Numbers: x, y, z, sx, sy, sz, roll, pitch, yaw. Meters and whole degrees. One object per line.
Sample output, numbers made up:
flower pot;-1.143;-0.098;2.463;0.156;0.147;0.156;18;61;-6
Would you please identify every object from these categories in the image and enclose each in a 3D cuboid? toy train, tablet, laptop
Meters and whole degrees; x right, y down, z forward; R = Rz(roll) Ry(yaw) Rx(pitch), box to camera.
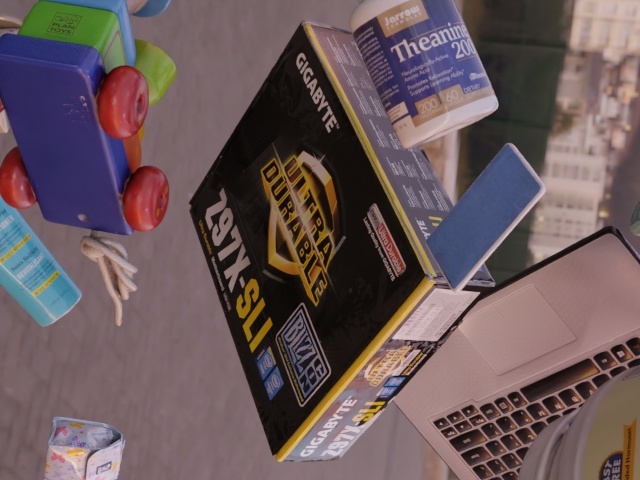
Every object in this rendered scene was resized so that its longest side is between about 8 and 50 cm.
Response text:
toy train;-0.137;-0.070;0.772;0.248;0.105;0.143;87;17;-53
tablet;0.096;-0.014;0.691;0.083;0.006;0.054;-51;-146;20
laptop;0.248;0.269;1.210;0.382;0.408;0.236;-33;-170;41

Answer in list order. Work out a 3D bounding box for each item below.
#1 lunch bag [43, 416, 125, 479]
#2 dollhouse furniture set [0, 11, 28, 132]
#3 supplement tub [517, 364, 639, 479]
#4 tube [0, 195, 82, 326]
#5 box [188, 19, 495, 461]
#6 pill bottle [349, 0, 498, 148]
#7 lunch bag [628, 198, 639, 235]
lunch bag;-0.266;0.242;1.317;0.053;0.083;0.071;-94;-163;-49
dollhouse furniture set;-0.471;-0.218;1.365;0.303;0.356;0.173;-89;177;-52
supplement tub;0.316;0.179;0.808;0.325;0.235;0.235;-33;-141;51
tube;-0.315;-0.009;1.126;0.207;0.052;0.080;52;58;-19
box;0.000;0.000;1.069;0.257;0.079;0.322;-55;-137;36
pill bottle;0.058;-0.123;0.728;0.067;0.067;0.120;-19;86;-80
lunch bag;0.407;-0.101;1.103;0.279;0.108;0.224;-55;-178;-13
